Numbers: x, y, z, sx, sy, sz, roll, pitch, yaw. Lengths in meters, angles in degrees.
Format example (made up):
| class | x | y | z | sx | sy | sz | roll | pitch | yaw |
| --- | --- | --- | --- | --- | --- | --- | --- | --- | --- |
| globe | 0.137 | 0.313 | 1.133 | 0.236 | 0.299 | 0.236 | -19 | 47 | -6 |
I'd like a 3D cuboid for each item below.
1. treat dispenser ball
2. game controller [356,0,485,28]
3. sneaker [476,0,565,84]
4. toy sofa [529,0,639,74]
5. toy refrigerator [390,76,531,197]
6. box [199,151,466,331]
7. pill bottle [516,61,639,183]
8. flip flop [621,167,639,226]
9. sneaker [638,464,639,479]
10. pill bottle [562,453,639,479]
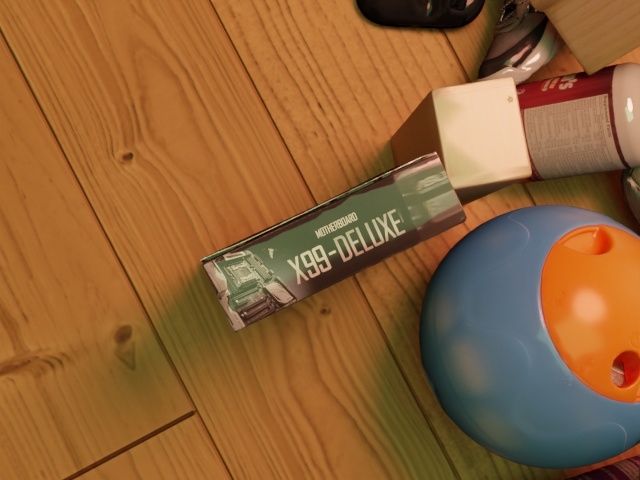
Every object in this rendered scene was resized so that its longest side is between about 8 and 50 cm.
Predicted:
| class | x | y | z | sx | sy | sz | roll | pitch | yaw |
| --- | --- | --- | --- | --- | --- | --- | --- | --- | --- |
| treat dispenser ball | 0.253 | 0.104 | 0.951 | 0.288 | 0.288 | 0.288 | 0 | 87 | -4 |
| game controller | 0.131 | -0.430 | 1.096 | 0.166 | 0.067 | 0.319 | 2 | 86 | 11 |
| sneaker | 0.240 | -0.311 | 1.043 | 0.153 | 0.101 | 0.268 | 43 | 72 | -19 |
| toy sofa | 0.396 | -0.359 | 0.986 | 0.362 | 0.150 | 0.177 | -38 | 95 | -32 |
| toy refrigerator | 0.151 | -0.097 | 0.965 | 0.094 | 0.269 | 0.102 | -10 | 87 | -5 |
| box | 0.000 | 0.000 | 0.930 | 0.242 | 0.307 | 0.076 | -26 | 92 | -4 |
| pill bottle | 0.321 | -0.139 | 1.003 | 0.221 | 0.121 | 0.121 | -7 | 87 | 33 |
| flip flop | 0.484 | -0.033 | 1.082 | 0.277 | 0.080 | 0.112 | 24 | 105 | -18 |
| sneaker | 0.389 | 0.274 | 0.867 | 0.129 | 0.111 | 0.297 | 3 | 111 | -29 |
| pill bottle | 0.297 | 0.366 | 1.000 | 0.301 | 0.169 | 0.169 | -16 | 88 | -5 |
